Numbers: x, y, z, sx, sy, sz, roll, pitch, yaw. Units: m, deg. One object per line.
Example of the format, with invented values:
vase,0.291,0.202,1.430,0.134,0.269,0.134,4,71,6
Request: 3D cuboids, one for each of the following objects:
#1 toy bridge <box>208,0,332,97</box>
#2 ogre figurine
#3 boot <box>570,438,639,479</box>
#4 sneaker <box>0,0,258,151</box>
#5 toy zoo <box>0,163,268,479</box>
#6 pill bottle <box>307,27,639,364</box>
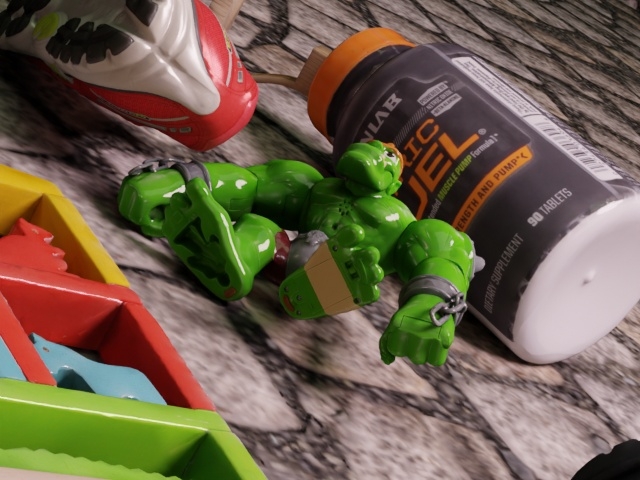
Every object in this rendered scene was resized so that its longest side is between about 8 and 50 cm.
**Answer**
toy bridge,-0.076,-0.149,1.216,0.188,0.063,0.026,33,18,10
ogre figurine,0.000,0.000,0.900,0.197,0.096,0.118,4,16,31
boot,0.227,0.185,0.734,0.247,0.094,0.207,3,39,6
sneaker,-0.114,-0.111,1.004,0.118,0.107,0.279,45,0,-27
toy zoo,-0.152,0.020,0.685,0.192,0.030,0.293,15,24,-41
pill bottle,0.095,-0.041,1.099,0.130,0.130,0.246,10,27,-50
